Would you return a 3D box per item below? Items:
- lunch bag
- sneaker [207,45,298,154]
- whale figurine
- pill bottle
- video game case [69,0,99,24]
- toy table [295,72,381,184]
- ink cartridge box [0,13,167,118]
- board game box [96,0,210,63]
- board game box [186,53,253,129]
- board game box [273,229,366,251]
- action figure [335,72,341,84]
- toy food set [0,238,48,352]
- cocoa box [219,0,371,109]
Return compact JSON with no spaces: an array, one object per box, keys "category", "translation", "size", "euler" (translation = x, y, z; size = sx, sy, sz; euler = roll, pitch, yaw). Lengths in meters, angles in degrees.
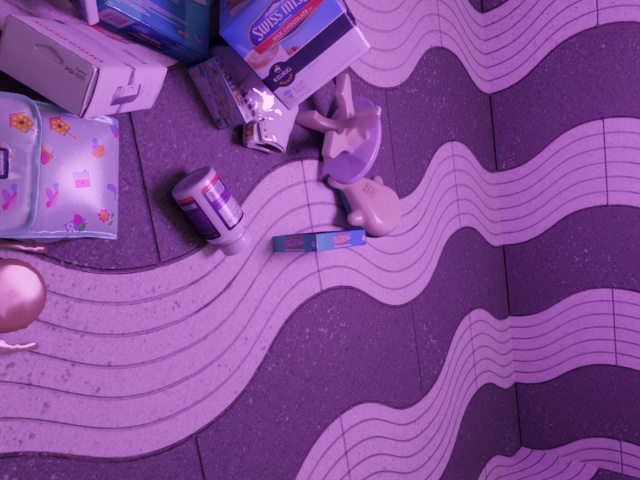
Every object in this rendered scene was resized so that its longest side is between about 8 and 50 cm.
[{"category":"lunch bag","translation":[-0.468,-0.107,0.744],"size":[0.262,0.160,0.223],"euler":[3,87,-58]},{"category":"sneaker","translation":[-0.167,-0.324,1.147],"size":[0.292,0.108,0.169],"euler":[30,64,-46]},{"category":"whale figurine","translation":[0.126,-0.122,1.487],"size":[0.272,0.141,0.216],"euler":[39,58,-13]},{"category":"pill bottle","translation":[-0.237,-0.061,1.062],"size":[0.108,0.108,0.193],"euler":[-54,127,-35]},{"category":"video game case","translation":[-0.428,-0.476,0.740],"size":[0.023,0.201,0.183],"euler":[-41,93,-22]},{"category":"toy table","translation":[0.069,-0.318,1.335],"size":[0.161,0.252,0.274],"euler":[37,49,-60]},{"category":"ink cartridge box","translation":[-0.387,-0.290,0.789],"size":[0.092,0.158,0.218],"euler":[-58,-178,20]},{"category":"board game box","translation":[-0.338,-0.573,0.950],"size":[0.254,0.079,0.336],"euler":[6,85,-59]},{"category":"board game box","translation":[-0.231,-0.336,1.077],"size":[0.026,0.103,0.154],"euler":[-49,125,-38]},{"category":"board game box","translation":[0.000,0.000,1.293],"size":[0.210,0.160,0.047],"euler":[-8,95,-49]},{"category":"action figure","translation":[0.051,-0.520,1.461],"size":[0.038,0.030,0.115],"euler":[-57,131,-39]},{"category":"toy food set","translation":[-0.530,0.091,0.785],"size":[0.132,0.038,0.192],"euler":[16,72,-55]},{"category":"cocoa box","translation":[-0.072,-0.516,1.059],"size":[0.228,0.231,0.347],"euler":[42,25,-39]}]
